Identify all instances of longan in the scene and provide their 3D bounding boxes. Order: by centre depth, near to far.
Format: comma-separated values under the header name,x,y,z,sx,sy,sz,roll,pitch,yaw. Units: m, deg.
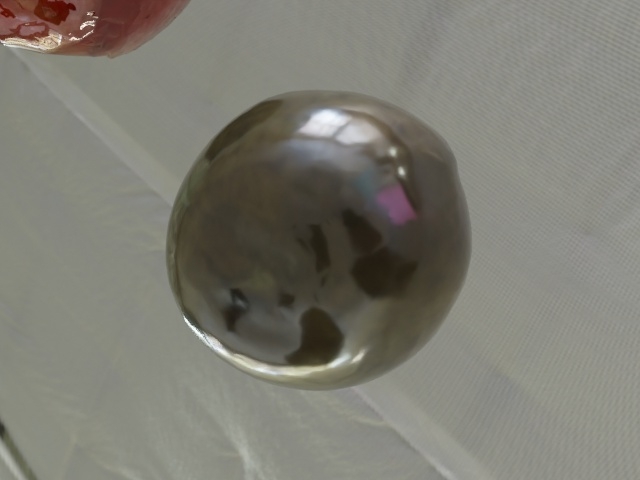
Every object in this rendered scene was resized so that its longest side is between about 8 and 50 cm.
name,x,y,z,sx,sy,sz,roll,pitch,yaw
longan,0.000,0.000,0.467,0.187,0.167,0.167,-31,-108,60

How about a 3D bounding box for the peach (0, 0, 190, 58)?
name,x,y,z,sx,sy,sz,roll,pitch,yaw
peach,-0.259,-0.280,0.687,0.338,0.281,0.281,0,-87,28
